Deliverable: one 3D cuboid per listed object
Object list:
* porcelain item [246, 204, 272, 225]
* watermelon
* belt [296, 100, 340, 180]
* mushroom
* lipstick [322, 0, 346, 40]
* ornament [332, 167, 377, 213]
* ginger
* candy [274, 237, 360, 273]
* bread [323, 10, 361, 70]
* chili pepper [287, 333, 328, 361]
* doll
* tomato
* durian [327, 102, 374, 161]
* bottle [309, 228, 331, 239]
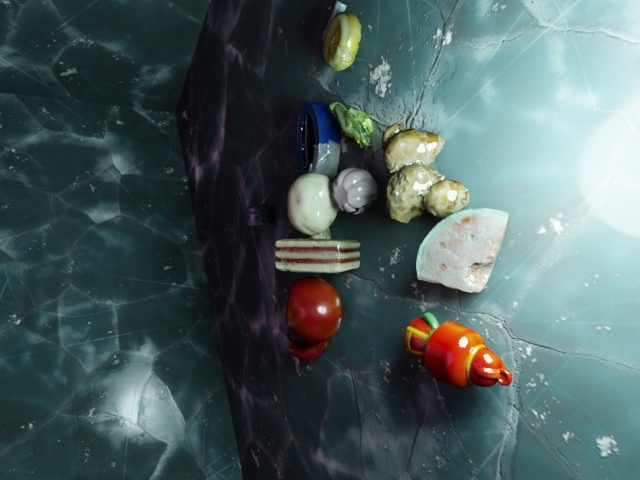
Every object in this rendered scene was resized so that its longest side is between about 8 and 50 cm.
[{"bbox_3d":[-0.349,-0.143,2.283,0.147,0.147,0.114,1,95,57],"label":"porcelain item"},{"bbox_3d":[0.433,0.028,1.170,0.318,0.148,0.226,-43,75,34],"label":"watermelon"},{"bbox_3d":[-0.011,-0.433,1.775,0.212,0.117,0.347,0,92,58],"label":"belt"},{"bbox_3d":[-0.014,-0.157,1.696,0.260,0.234,0.254,-46,61,41],"label":"mushroom"},{"bbox_3d":[0.057,-0.911,1.683,0.048,0.048,0.158,59,138,35],"label":"lipstick"},{"bbox_3d":[0.136,-0.193,1.552,0.177,0.177,0.177,9,100,56],"label":"ornament"},{"bbox_3d":[0.303,-0.219,1.284,0.256,0.176,0.375,-29,66,35],"label":"ginger"},{"bbox_3d":[-0.012,0.061,1.665,0.321,0.179,0.135,2,95,30],"label":"candy"},{"bbox_3d":[0.088,-0.786,1.596,0.213,0.105,0.213,15,108,58],"label":"bread"},{"bbox_3d":[-0.060,0.526,1.988,0.368,0.092,0.137,-16,60,49],"label":"chili pepper"},{"bbox_3d":[0.396,0.337,1.193,0.363,0.160,0.182,13,97,55],"label":"doll"},{"bbox_3d":[-0.038,0.307,1.790,0.298,0.226,0.298,0,89,55],"label":"tomato"},{"bbox_3d":[0.139,-0.430,1.552,0.375,0.106,0.132,57,134,38],"label":"durian"},{"bbox_3d":[0.000,0.000,1.817,0.110,0.097,0.209,145,116,-70],"label":"bottle"}]
